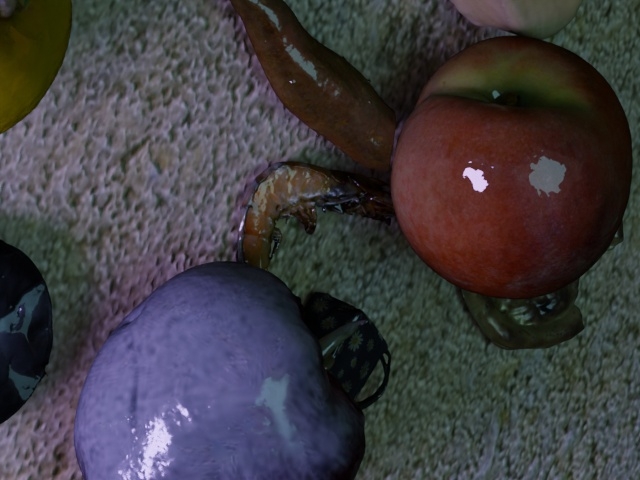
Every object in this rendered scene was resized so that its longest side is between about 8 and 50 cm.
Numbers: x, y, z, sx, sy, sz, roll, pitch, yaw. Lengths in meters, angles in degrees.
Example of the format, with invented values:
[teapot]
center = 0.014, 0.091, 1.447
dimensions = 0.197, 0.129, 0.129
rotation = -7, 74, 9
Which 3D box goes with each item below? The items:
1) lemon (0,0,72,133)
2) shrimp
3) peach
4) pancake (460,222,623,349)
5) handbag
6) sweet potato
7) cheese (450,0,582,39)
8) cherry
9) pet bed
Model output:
[lemon]
center = -0.303, -0.181, 1.438
dimensions = 0.240, 0.219, 0.240
rotation = -7, 102, -35
[shrimp]
center = 0.002, 0.001, 1.805
dimensions = 0.195, 0.035, 0.148
rotation = 8, 96, -32
[peach]
center = 0.186, -0.064, 1.782
dimensions = 0.252, 0.252, 0.252
rotation = -10, 108, -32
[pancake]
center = 0.237, 0.007, 1.975
dimensions = 0.212, 0.029, 0.235
rotation = 22, 87, -35
[handbag]
center = 0.022, 0.128, 1.843
dimensions = 0.139, 0.072, 0.115
rotation = 36, 82, -49
[sweet potato]
center = -0.012, -0.159, 1.737
dimensions = 0.244, 0.077, 0.077
rotation = 44, 77, -27
[cheese]
center = 0.188, -0.369, 1.785
dimensions = 0.384, 0.104, 0.384
rotation = -14, 112, -36
[cherry]
center = -0.084, 0.152, 1.669
dimensions = 0.296, 0.218, 0.255
rotation = -32, 102, -10
[pet bed]
center = -0.321, 0.083, 1.596
dimensions = 0.201, 0.053, 0.201
rotation = -9, 107, -31
